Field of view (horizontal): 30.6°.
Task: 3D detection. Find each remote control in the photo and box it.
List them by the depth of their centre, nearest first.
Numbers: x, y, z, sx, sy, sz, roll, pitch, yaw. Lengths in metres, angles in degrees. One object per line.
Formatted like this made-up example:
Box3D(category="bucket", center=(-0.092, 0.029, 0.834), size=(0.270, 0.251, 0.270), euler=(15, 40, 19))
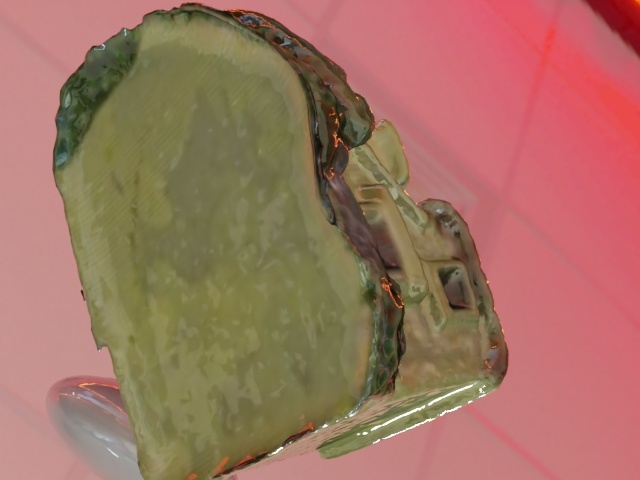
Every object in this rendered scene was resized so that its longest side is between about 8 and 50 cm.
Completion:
Box3D(category="remote control", center=(-0.186, 0.218, 1.244), size=(0.221, 0.332, 0.103), euler=(32, -103, 0))

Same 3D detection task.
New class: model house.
Box3D(category="model house", center=(0.000, 0.000, 0.826), size=(0.266, 0.261, 0.321), euler=(0, -113, -49))
